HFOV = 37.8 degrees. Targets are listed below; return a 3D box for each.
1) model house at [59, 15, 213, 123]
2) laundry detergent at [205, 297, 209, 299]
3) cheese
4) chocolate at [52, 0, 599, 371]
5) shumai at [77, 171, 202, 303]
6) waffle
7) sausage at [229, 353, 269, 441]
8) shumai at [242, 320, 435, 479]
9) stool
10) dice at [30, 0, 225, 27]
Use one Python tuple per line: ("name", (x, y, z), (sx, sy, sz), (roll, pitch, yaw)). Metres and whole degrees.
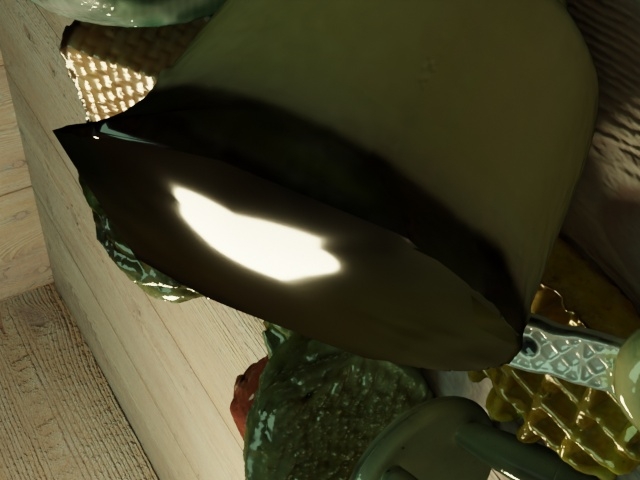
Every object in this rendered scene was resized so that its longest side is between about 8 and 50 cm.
("model house", (-0.119, -0.181, 0.889), (0.172, 0.182, 0.166), (20, 159, 7))
("laundry detergent", (-0.043, -0.045, 0.923), (0.105, 0.280, 0.215), (32, 149, 5))
("cheese", (0.229, 0.097, 0.666), (0.235, 0.050, 0.127), (13, 116, 34))
("chocolate", (0.030, -0.086, 0.692), (0.326, 0.297, 0.314), (16, 158, 10))
("shumai", (-0.150, -0.032, 1.202), (0.304, 0.309, 0.263), (17, 151, 2))
("waffle", (0.202, 0.113, 0.814), (0.229, 0.057, 0.219), (52, 152, 32))
("sausage", (-0.028, 0.292, 1.355), (0.279, 0.152, 0.152), (63, 156, 6))
("shumai", (0.003, 0.205, 1.144), (0.260, 0.225, 0.222), (-64, 24, 8))
("stool", (0.148, 0.283, 0.901), (0.199, 0.195, 0.195), (39, 143, 47))
("dice", (-0.146, -0.404, 0.740), (0.330, 0.328, 0.348), (46, 152, 26))
